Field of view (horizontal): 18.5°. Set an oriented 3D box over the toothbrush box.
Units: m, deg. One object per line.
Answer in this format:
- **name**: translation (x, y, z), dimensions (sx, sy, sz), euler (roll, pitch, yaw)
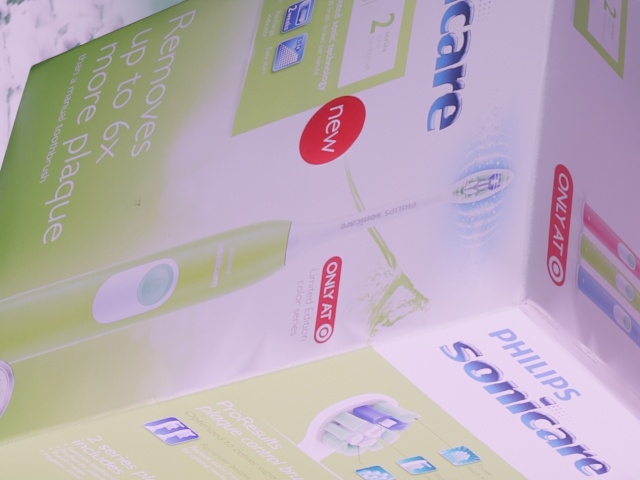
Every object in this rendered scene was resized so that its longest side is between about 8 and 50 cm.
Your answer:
- **toothbrush box**: translation (0.000, 0.000, 0.767), dimensions (0.283, 0.122, 0.206), euler (-16, 49, 34)
